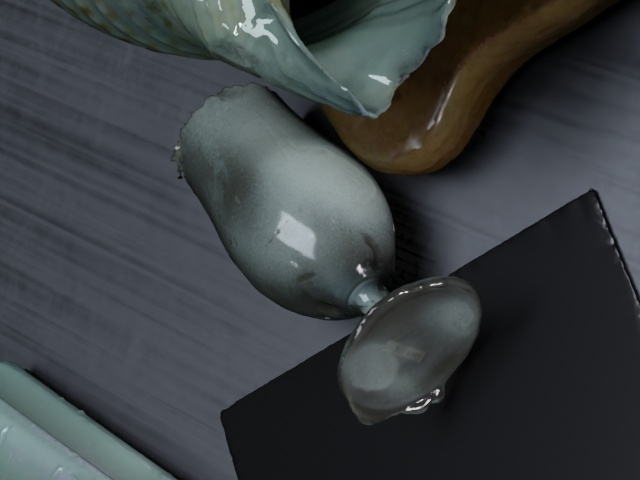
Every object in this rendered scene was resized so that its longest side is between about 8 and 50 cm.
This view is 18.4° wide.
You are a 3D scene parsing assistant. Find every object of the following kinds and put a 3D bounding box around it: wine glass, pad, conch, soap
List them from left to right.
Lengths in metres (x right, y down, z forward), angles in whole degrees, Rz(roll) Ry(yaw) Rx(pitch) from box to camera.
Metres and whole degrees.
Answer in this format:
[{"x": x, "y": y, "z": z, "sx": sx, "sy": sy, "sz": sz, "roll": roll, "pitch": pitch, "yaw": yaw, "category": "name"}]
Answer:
[{"x": -0.178, "y": 0.190, "z": 1.279, "sx": 0.261, "sy": 0.094, "sz": 0.150, "roll": 28, "pitch": 99, "yaw": 39, "category": "soap"}, {"x": -0.029, "y": -0.225, "z": 1.086, "sx": 0.319, "sy": 0.215, "sz": 0.303, "roll": 43, "pitch": 120, "yaw": 6, "category": "conch"}, {"x": 0.000, "y": 0.000, "z": 1.167, "sx": 0.103, "sy": 0.103, "sz": 0.222, "roll": -55, "pitch": 48, "yaw": 17, "category": "wine glass"}, {"x": 0.073, "y": 0.126, "z": 1.143, "sx": 0.300, "sy": 0.005, "sz": 0.202, "roll": -33, "pitch": 62, "yaw": 30, "category": "pad"}]

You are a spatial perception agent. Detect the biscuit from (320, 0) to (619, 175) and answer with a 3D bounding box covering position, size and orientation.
[{"x": 0.141, "y": -0.221, "z": 1.116, "sx": 0.394, "sy": 0.076, "sz": 0.368, "roll": -27, "pitch": 65, "yaw": 36, "category": "biscuit"}]
